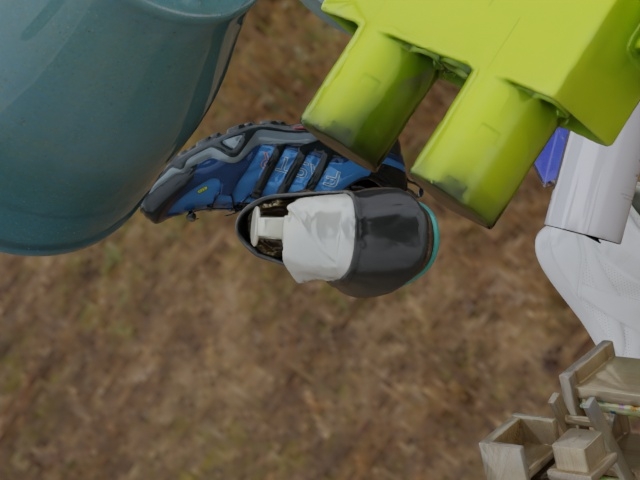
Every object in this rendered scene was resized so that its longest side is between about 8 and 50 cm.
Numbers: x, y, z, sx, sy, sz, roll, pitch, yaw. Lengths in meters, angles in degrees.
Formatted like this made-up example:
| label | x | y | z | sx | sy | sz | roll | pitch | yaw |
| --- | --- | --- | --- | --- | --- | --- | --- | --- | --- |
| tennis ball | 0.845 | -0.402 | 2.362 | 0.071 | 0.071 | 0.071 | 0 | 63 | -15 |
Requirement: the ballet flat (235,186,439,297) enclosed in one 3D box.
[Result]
| label | x | y | z | sx | sy | sz | roll | pitch | yaw |
| --- | --- | --- | --- | --- | --- | --- | --- | --- | --- |
| ballet flat | 0.000 | 0.000 | 1.550 | 0.280 | 0.096 | 0.095 | -179 | 92 | -66 |

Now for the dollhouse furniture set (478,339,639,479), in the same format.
| label | x | y | z | sx | sy | sz | roll | pitch | yaw |
| --- | --- | --- | --- | --- | --- | --- | --- | --- | --- |
| dollhouse furniture set | 0.223 | 0.150 | 1.142 | 0.182 | 0.101 | 0.161 | 4 | 26 | 43 |

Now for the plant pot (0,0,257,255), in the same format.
| label | x | y | z | sx | sy | sz | roll | pitch | yaw |
| --- | --- | --- | --- | --- | --- | --- | --- | --- | --- |
| plant pot | -0.173 | -0.164 | 1.259 | 0.255 | 0.271 | 0.271 | -38 | 31 | 45 |

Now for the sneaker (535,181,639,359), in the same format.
| label | x | y | z | sx | sy | sz | roll | pitch | yaw |
| --- | --- | --- | --- | --- | --- | --- | --- | --- | --- |
| sneaker | 0.379 | 0.072 | 1.944 | 0.169 | 0.292 | 0.108 | -36 | 6 | 47 |

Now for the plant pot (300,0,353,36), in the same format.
| label | x | y | z | sx | sy | sz | roll | pitch | yaw |
| --- | --- | --- | --- | --- | --- | --- | --- | --- | --- |
| plant pot | 0.070 | -0.330 | 1.822 | 0.293 | 0.293 | 0.196 | -57 | 10 | -10 |

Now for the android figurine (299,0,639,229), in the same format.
| label | x | y | z | sx | sy | sz | roll | pitch | yaw |
| --- | --- | --- | --- | --- | --- | --- | --- | --- | --- |
| android figurine | 0.104 | -0.139 | 0.755 | 0.248 | 0.056 | 0.273 | 27 | 82 | 52 |

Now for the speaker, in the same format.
| label | x | y | z | sx | sy | sz | roll | pitch | yaw |
| --- | --- | --- | --- | --- | --- | --- | --- | --- | --- |
| speaker | 0.193 | -0.067 | 1.205 | 0.055 | 0.055 | 0.136 | 17 | 94 | 58 |

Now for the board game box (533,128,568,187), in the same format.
| label | x | y | z | sx | sy | sz | roll | pitch | yaw |
| --- | --- | --- | --- | --- | --- | --- | --- | --- | --- |
| board game box | 0.286 | -0.217 | 1.611 | 0.291 | 0.232 | 0.141 | -27 | 2 | -37 |

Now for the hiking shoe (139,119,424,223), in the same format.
| label | x | y | z | sx | sy | sz | roll | pitch | yaw |
| --- | --- | --- | --- | --- | --- | --- | --- | --- | --- |
| hiking shoe | -0.047 | -0.063 | 1.956 | 0.304 | 0.132 | 0.113 | -19 | -8 | -5 |
